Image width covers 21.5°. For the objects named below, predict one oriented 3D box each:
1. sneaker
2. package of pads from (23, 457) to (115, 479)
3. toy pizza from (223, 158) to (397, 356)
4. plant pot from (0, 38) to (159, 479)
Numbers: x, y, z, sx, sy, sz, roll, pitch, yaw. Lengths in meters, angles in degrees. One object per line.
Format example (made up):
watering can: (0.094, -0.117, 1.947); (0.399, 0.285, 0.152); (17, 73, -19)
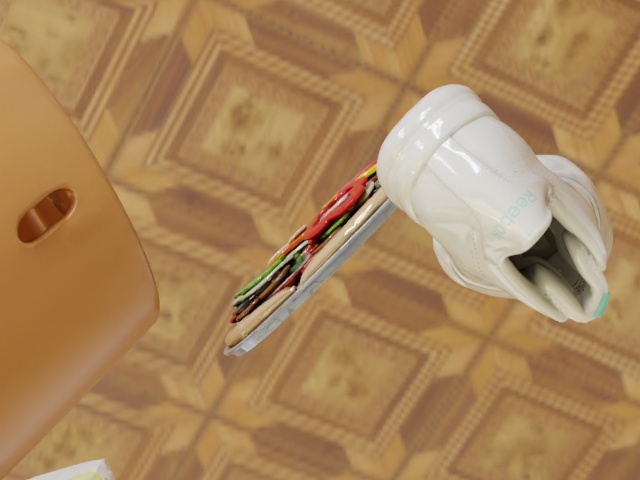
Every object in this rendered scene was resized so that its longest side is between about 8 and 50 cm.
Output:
sneaker: (0.100, 0.005, 0.764); (0.080, 0.094, 0.212); (-51, 152, 7)
package of pads: (-0.285, 0.285, 1.409); (0.229, 0.296, 0.101); (-16, 99, 5)
toy pizza: (0.000, 0.000, 1.146); (0.032, 0.201, 0.201); (45, 111, -3)
plant pot: (-0.230, 0.013, 0.971); (0.203, 0.291, 0.291); (-33, 121, -16)
